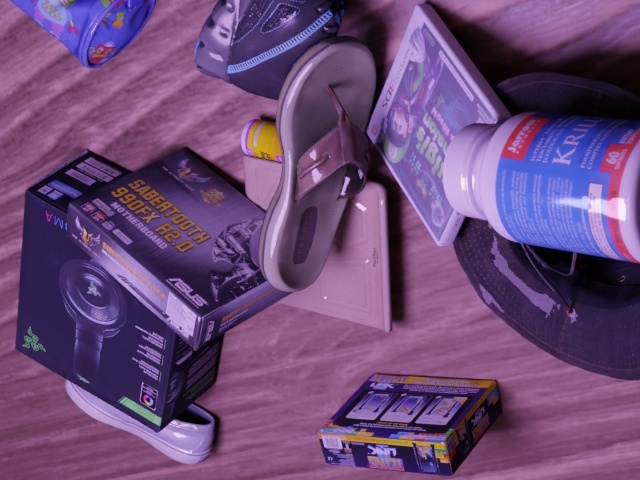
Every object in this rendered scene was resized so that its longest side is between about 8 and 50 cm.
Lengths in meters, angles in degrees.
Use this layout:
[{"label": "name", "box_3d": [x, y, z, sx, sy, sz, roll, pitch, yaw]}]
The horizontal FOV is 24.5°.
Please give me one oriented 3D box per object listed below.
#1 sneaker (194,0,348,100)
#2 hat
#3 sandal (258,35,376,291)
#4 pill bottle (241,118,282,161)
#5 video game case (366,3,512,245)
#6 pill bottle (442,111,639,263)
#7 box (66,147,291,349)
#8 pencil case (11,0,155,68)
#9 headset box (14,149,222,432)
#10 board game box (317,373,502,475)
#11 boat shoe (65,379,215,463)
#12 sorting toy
[{"label": "sneaker", "box_3d": [-0.023, -0.288, 1.543, 0.139, 0.125, 0.341, 28, 137, 6]}, {"label": "hat", "box_3d": [0.290, -0.024, 1.462, 0.331, 0.134, 0.331, 19, 117, 42]}, {"label": "sandal", "box_3d": [0.012, -0.075, 1.593, 0.086, 0.120, 0.303, 35, 124, 44]}, {"label": "pill bottle", "box_3d": [-0.047, -0.112, 1.695, 0.083, 0.043, 0.043, 14, 123, 28]}, {"label": "video game case", "box_3d": [0.117, -0.120, 1.528, 0.190, 0.022, 0.173, 60, 143, 39]}, {"label": "pill bottle", "box_3d": [0.222, -0.052, 1.330, 0.221, 0.124, 0.124, 10, 122, 44]}, {"label": "box", "box_3d": [-0.152, 0.004, 1.712, 0.231, 0.183, 0.056, 39, 138, 25]}, {"label": "pencil case", "box_3d": [-0.330, -0.341, 1.704, 0.306, 0.119, 0.133, 43, 129, 5]}, {"label": "headset box", "box_3d": [-0.253, 0.072, 1.883, 0.246, 0.131, 0.283, 28, 129, 19]}, {"label": "board game box", "box_3d": [0.105, 0.211, 1.716, 0.170, 0.141, 0.048, 0, 114, 34]}, {"label": "boat shoe", "box_3d": [-0.240, 0.217, 2.003, 0.227, 0.079, 0.081, 27, 119, 13]}, {"label": "sorting toy", "box_3d": [0.000, 0.000, 1.739, 0.208, 0.038, 0.193, 16, 124, 32]}]
